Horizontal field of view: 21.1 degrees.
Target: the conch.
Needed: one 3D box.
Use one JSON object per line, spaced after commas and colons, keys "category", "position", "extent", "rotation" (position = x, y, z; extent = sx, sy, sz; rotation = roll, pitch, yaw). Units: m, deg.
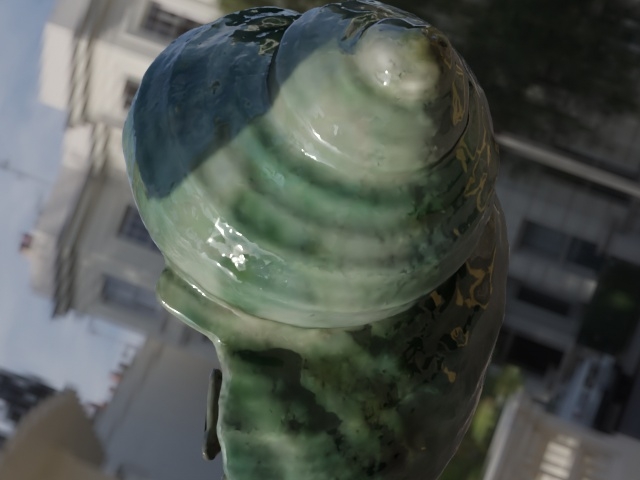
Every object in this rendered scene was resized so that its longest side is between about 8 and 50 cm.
{"category": "conch", "position": [0.000, 0.000, 0.746], "extent": [0.277, 0.195, 0.220], "rotation": [118, 175, -46]}
